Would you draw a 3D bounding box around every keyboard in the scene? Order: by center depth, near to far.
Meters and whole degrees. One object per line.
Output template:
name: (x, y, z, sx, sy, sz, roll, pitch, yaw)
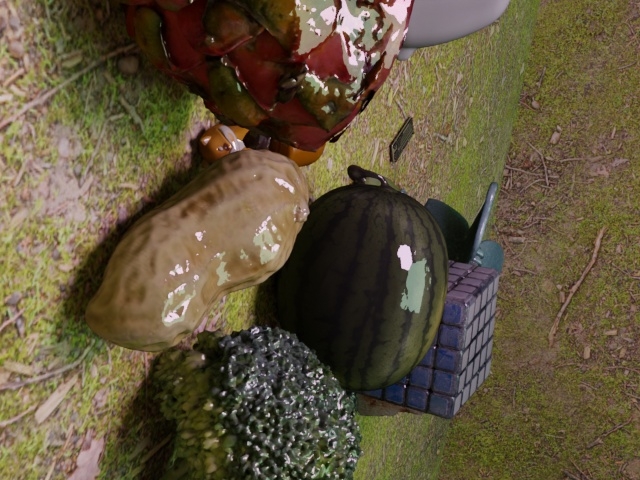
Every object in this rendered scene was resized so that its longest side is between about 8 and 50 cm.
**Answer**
keyboard: (0.182, -0.225, 1.781, 0.129, 0.015, 0.049, -56, 151, -44)

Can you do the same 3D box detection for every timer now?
timer: (-0.089, -0.134, 1.021, 0.152, 0.132, 0.132, -29, 132, -34)

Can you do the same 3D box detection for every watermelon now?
watermelon: (0.068, 0.062, 1.290, 0.279, 0.279, 0.359, -22, 125, -65)
watermelon: (0.172, 0.329, 1.820, 0.201, 0.262, 0.213, -56, 178, 9)

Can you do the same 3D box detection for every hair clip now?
hair clip: (0.264, 0.061, 1.853, 0.392, 0.238, 0.318, 61, 46, -61)

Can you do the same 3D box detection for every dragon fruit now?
dragon fruit: (-0.082, -0.265, 0.776, 0.263, 0.296, 0.314, 15, 91, -35)

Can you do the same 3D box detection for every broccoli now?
broccoli: (-0.109, 0.230, 1.044, 0.375, 0.302, 0.249, -105, 179, -75)

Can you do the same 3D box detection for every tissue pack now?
tissue pack: (0.139, -0.413, 1.130, 0.333, 0.230, 0.236, -102, -179, -53)

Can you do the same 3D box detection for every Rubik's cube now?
Rubik's cube: (0.195, 0.169, 1.540, 0.238, 0.237, 0.236, -28, 126, -59)

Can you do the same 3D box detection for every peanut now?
peanut: (-0.129, 0.011, 0.904, 0.325, 0.153, 0.140, -48, 156, -40)

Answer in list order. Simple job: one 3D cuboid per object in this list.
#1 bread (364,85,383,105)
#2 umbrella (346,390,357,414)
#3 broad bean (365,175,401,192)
bread: (0.007, -0.268, 1.042, 0.105, 0.213, 0.213, -35, 138, -33)
umbrella: (0.042, 0.404, 1.732, 0.080, 0.071, 0.224, 152, -48, -70)
broad bean: (0.112, -0.049, 1.595, 0.228, 0.100, 0.169, -29, 122, -61)
